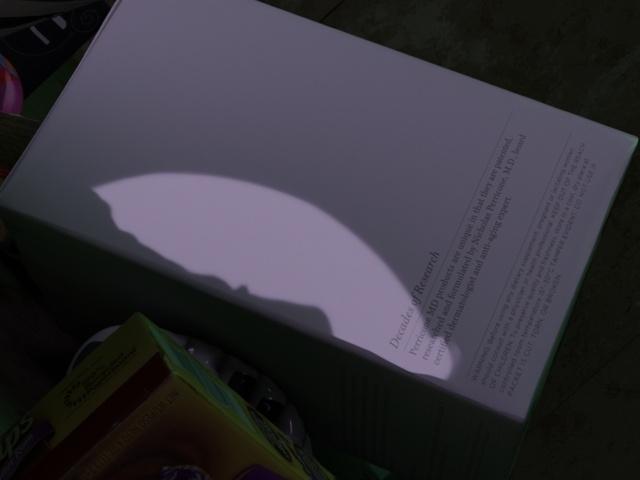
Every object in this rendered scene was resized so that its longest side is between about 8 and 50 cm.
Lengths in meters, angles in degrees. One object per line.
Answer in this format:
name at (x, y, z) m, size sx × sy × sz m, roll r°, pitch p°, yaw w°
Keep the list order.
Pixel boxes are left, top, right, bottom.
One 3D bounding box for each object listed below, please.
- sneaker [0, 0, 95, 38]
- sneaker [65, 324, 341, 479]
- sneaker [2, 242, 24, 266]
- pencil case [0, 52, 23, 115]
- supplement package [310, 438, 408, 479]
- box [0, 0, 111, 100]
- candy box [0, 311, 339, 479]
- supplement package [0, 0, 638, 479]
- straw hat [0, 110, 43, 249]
sneaker at (-0.134, -0.098, 0.484) m, size 0.447 × 0.257 × 0.169 m, roll -100°, pitch 172°, yaw -79°
sneaker at (-0.040, 0.147, 0.740) m, size 0.292 × 0.110 × 0.118 m, roll 43°, pitch -17°, yaw -28°
sneaker at (-0.113, 0.044, 0.915) m, size 0.281 × 0.106 × 0.162 m, roll 47°, pitch -1°, yaw 16°
pencil case at (-0.276, -0.124, 0.769) m, size 0.104 × 0.104 × 0.236 m, roll 49°, pitch 2°, yaw 32°
supplement package at (0.014, 0.095, 1.019) m, size 0.203 × 0.149 × 0.194 m, roll 48°, pitch -24°, yaw 14°
box at (-0.311, -0.224, 0.962) m, size 0.143 × 0.165 × 0.270 m, roll 49°, pitch 2°, yaw 41°
candy box at (-0.050, 0.126, 0.546) m, size 0.187 × 0.109 × 0.053 m, roll 45°, pitch 3°, yaw -38°
supplement package at (0.000, 0.000, 0.736) m, size 0.293 × 0.175 × 0.177 m, roll 22°, pitch -24°, yaw 11°
straw hat at (-0.203, -0.023, 0.754) m, size 0.144 × 0.144 × 0.061 m, roll 43°, pitch 45°, yaw -65°
